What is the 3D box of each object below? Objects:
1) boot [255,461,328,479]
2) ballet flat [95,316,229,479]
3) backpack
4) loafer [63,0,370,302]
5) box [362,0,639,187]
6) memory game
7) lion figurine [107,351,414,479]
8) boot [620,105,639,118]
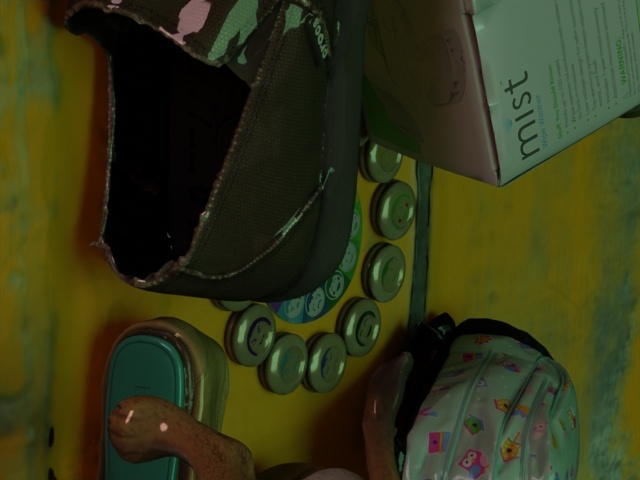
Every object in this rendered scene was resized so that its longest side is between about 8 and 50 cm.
[{"bbox_3d":[-0.027,0.285,1.079,0.262,0.095,0.203,-63,141,-32],"label":"boot"},{"bbox_3d":[-0.084,0.156,0.988,0.073,0.080,0.232,6,96,-68],"label":"ballet flat"},{"bbox_3d":[0.097,0.134,1.151,0.182,0.115,0.152,-47,133,-69],"label":"backpack"},{"bbox_3d":[-0.048,-0.132,0.908,0.130,0.133,0.366,-22,116,-49],"label":"loafer"},{"bbox_3d":[0.122,-0.200,1.062,0.231,0.126,0.262,-30,122,-26],"label":"box"},{"bbox_3d":[0.000,0.000,1.107,0.186,0.012,0.186,-18,113,-49],"label":"memory game"},{"bbox_3d":[-0.090,0.188,0.777,0.392,0.240,0.142,-31,119,-7],"label":"lion figurine"},{"bbox_3d":[0.172,-0.197,1.230,0.208,0.076,0.190,30,62,-58],"label":"boot"}]
